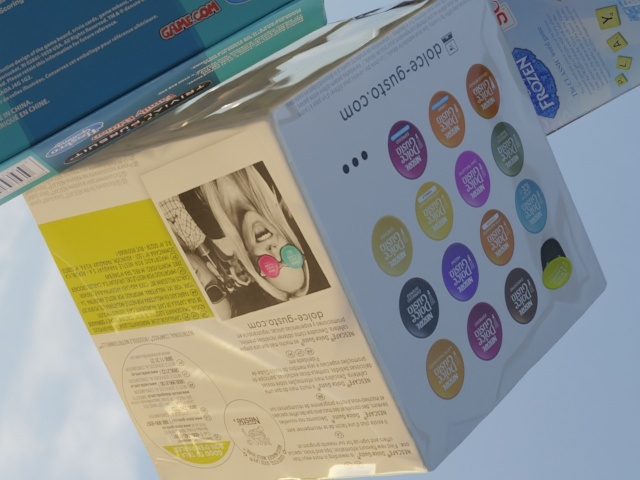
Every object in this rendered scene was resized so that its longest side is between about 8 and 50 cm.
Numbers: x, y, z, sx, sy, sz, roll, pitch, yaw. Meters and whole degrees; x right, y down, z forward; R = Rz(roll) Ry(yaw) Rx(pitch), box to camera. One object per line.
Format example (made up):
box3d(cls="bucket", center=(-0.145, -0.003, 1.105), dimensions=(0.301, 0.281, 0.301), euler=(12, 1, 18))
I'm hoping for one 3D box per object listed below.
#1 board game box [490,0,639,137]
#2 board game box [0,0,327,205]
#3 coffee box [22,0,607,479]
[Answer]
box3d(cls="board game box", center=(0.277, -0.311, 1.689), dimensions=(0.318, 0.319, 0.066), euler=(-28, -173, 12))
box3d(cls="board game box", center=(-0.186, -0.214, 0.942), dimensions=(0.253, 0.336, 0.079), euler=(-29, 172, -1))
box3d(cls="coffee box", center=(0.000, 0.000, 1.502), dimensions=(0.338, 0.334, 0.337), euler=(-12, -162, 43))
